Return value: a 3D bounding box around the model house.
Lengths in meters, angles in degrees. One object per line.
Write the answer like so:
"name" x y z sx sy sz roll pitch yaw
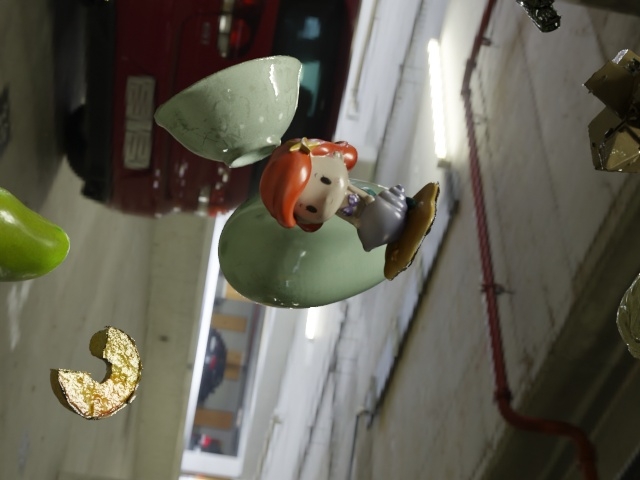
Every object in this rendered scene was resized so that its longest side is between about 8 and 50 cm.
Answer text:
"model house" 0.475 -0.184 1.458 0.248 0.176 0.181 -43 175 -41

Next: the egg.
"egg" 0.000 0.000 1.653 0.230 0.371 0.230 168 -90 -72

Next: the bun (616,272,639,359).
"bun" 0.635 0.153 1.693 0.116 0.210 0.237 -33 141 -33

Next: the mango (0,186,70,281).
"mango" -0.623 -0.003 1.789 0.273 0.185 0.149 43 20 -46

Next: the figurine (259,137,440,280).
"figurine" 0.028 -0.064 1.431 0.181 0.257 0.208 -53 -166 45

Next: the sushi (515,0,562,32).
"sushi" 0.461 -0.475 1.942 0.083 0.056 0.084 58 2 -22

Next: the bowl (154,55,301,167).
"bowl" -0.158 -0.233 1.866 0.313 0.313 0.146 131 -63 -80

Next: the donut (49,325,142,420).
"donut" -0.408 0.252 1.705 0.181 0.078 0.146 -48 118 -43
